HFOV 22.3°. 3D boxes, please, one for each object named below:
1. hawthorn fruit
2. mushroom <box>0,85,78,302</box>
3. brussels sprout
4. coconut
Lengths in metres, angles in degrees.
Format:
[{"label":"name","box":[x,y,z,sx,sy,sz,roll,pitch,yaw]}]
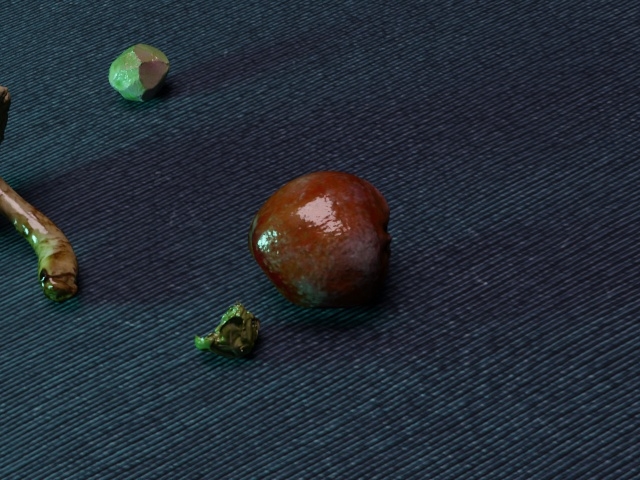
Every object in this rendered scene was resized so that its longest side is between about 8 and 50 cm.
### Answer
[{"label":"hawthorn fruit","box":[0.000,0.000,1.912,0.173,0.173,0.173,-6,39,5]},{"label":"mushroom","box":[-0.426,-0.039,2.099,0.208,0.301,0.233,-26,2,19]},{"label":"brussels sprout","box":[-0.103,0.107,1.894,0.085,0.058,0.085,-36,18,14]},{"label":"coconut","box":[-0.262,-0.237,2.326,0.082,0.081,0.083,3,46,-41]}]
